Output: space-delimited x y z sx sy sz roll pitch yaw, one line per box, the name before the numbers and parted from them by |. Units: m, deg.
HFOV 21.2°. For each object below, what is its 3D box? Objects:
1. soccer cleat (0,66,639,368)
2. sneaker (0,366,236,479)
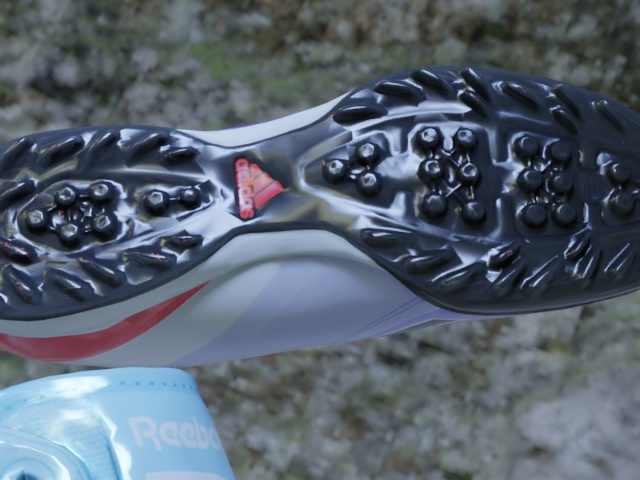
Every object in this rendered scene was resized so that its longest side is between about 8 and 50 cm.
soccer cleat | 0.000 0.000 0.739 0.318 0.108 0.116 -6 -22 1
sneaker | -0.061 0.109 0.391 0.366 0.150 0.135 40 8 23
